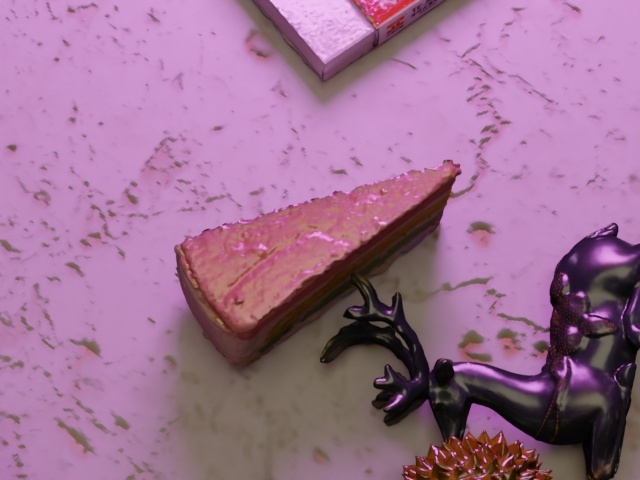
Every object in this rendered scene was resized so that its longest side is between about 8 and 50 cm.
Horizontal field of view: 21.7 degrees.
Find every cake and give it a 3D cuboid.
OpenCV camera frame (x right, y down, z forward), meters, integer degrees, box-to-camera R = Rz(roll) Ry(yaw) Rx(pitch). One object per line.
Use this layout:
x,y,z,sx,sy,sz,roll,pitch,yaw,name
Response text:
0.007,0.019,1.260,0.225,0.109,0.090,-18,70,-6,cake

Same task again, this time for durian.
0.116,0.214,1.179,0.168,0.137,0.158,-26,82,14,durian

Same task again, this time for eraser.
0.046,-0.256,1.398,0.230,0.038,0.157,-35,75,-13,eraser

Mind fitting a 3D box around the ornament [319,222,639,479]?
0.125,0.063,1.261,0.236,0.080,0.202,12,74,4,ornament
